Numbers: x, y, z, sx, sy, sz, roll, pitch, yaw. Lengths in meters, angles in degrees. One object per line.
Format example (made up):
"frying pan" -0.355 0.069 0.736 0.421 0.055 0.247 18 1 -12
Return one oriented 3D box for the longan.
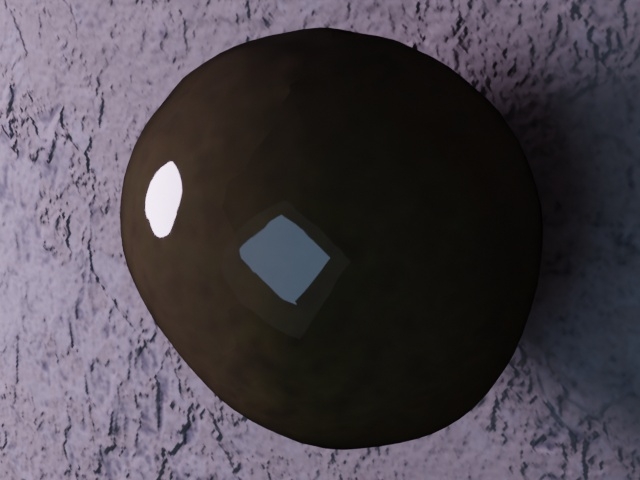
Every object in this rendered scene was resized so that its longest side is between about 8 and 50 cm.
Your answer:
"longan" 0.000 0.000 0.821 0.248 0.248 0.248 14 114 35
